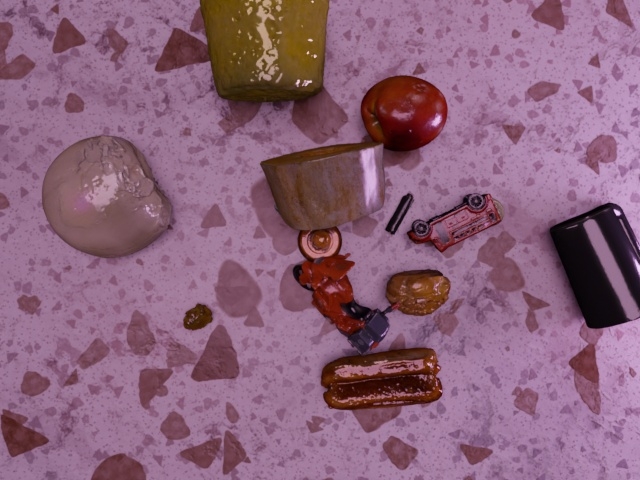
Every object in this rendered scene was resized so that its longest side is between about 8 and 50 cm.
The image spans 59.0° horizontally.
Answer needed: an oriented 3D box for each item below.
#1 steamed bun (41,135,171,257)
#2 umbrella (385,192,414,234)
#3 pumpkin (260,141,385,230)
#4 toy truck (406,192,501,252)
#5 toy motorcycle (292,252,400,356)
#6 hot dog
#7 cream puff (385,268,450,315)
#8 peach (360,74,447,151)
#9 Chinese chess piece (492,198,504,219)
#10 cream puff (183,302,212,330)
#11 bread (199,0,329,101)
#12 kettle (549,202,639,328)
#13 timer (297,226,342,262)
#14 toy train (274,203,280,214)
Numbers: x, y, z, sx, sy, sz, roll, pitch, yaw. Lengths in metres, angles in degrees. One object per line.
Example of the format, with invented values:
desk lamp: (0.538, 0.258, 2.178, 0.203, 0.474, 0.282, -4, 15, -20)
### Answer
steamed bun: (-0.599, -0.114, 1.547, 0.312, 0.233, 0.334, -37, 88, -3)
umbrella: (0.233, -0.079, 1.667, 0.036, 0.031, 0.133, 31, 87, -2)
pumpkin: (0.014, -0.149, 1.531, 0.332, 0.332, 0.199, -7, 103, -2)
toy truck: (0.377, -0.045, 1.616, 0.252, 0.107, 0.114, -28, 92, 7)
toy motorcycle: (0.068, 0.164, 1.572, 0.326, 0.221, 0.148, 46, 52, -1)
hot dog: (0.174, 0.395, 1.607, 0.348, 0.117, 0.158, -7, 85, 1)
cream puff: (0.276, 0.150, 1.595, 0.189, 0.189, 0.130, -2, 93, -2)
peach: (0.238, -0.362, 1.599, 0.243, 0.199, 0.243, 3, 48, -3)
Chinese chess piece: (0.502, -0.083, 1.673, 0.084, 0.034, 0.084, 0, 87, -2)
cream puff: (-0.357, 0.221, 1.631, 0.058, 0.083, 0.083, 35, 101, 44)
bread: (-0.137, -0.534, 1.530, 0.348, 0.348, 0.308, -7, 94, -2)
kettle: (0.823, 0.059, 1.597, 0.262, 0.203, 0.308, -22, 86, 0)
timer: (0.000, 0.000, 1.597, 0.132, 0.152, 0.132, 0, 88, -1)
toy train: (-0.104, -0.149, 1.658, 0.071, 0.038, 0.148, -5, 87, -4)
